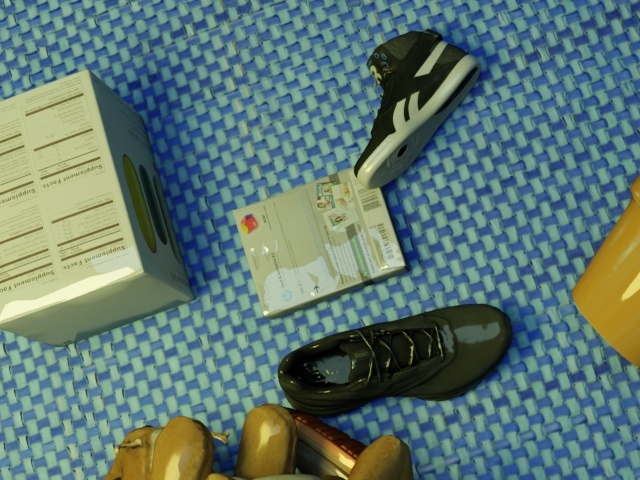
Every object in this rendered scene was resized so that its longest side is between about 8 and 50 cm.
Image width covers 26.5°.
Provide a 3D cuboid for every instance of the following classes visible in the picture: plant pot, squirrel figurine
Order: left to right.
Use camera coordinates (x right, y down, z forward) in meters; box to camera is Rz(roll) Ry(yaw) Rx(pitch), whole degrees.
[{"bbox_3d":[-0.111,0.374,1.478,0.370,0.281,0.397,1,101,45],"label":"squirrel figurine"},{"bbox_3d":[0.389,0.038,1.510,0.188,0.205,0.205,-47,72,16],"label":"plant pot"}]

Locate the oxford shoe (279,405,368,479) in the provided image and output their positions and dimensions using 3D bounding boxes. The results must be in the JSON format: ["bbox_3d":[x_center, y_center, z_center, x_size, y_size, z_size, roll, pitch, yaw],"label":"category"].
[{"bbox_3d":[0.057,0.332,1.554,0.363,0.130,0.133,40,96,18],"label":"oxford shoe"}]

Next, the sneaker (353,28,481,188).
[{"bbox_3d":[0.087,-0.168,1.674,0.121,0.079,0.217,37,74,21],"label":"sneaker"}]

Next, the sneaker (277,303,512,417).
[{"bbox_3d":[0.084,0.140,1.584,0.286,0.130,0.109,-19,73,8],"label":"sneaker"}]

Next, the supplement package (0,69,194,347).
[{"bbox_3d":[-0.305,-0.032,1.674,0.198,0.199,0.263,-19,75,8],"label":"supplement package"}]

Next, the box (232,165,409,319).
[{"bbox_3d":[0.000,0.000,1.681,0.186,0.038,0.145,-20,74,7],"label":"box"}]
